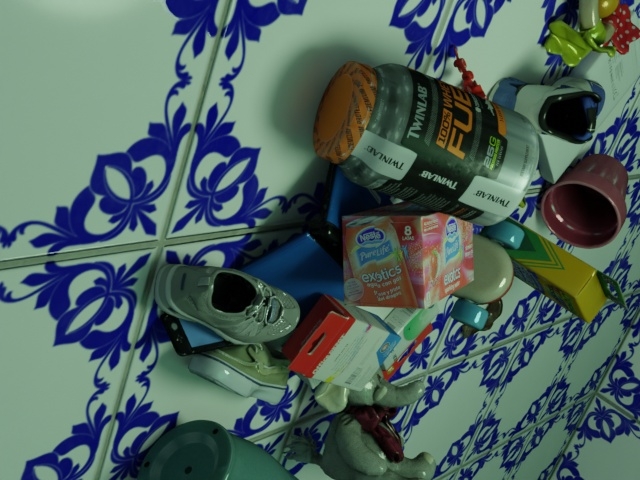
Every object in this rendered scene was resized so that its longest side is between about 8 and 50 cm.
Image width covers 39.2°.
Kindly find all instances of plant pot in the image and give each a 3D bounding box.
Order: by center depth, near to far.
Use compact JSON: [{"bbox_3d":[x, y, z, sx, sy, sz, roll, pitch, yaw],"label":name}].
[{"bbox_3d":[-0.181,0.455,1.556,0.271,0.271,0.255,-44,132,-16],"label":"plant pot"},{"bbox_3d":[0.662,-0.112,2.197,0.180,0.201,0.201,-50,151,-37],"label":"plant pot"}]

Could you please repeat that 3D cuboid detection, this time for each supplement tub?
[{"bbox_3d":[0.160,-0.152,1.389,0.315,0.193,0.194,16,109,-23],"label":"supplement tub"}]

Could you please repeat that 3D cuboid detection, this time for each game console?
[{"bbox_3d":[-0.180,0.112,1.400,0.122,0.107,0.071,-6,152,-50],"label":"game console"},{"bbox_3d":[0.000,0.000,1.571,0.293,0.173,0.250,46,50,-58],"label":"game console"}]

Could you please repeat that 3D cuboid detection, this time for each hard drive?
[{"bbox_3d":[0.608,-0.323,2.048,0.353,0.047,0.233,-51,147,-7],"label":"hard drive"}]

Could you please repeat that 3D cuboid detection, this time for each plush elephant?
[{"bbox_3d":[0.104,0.361,1.839,0.272,0.329,0.256,8,95,-73],"label":"plush elephant"}]

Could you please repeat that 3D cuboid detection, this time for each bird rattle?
[{"bbox_3d":[0.576,-0.460,1.817,0.253,0.143,0.207,-31,124,-38],"label":"bird rattle"}]

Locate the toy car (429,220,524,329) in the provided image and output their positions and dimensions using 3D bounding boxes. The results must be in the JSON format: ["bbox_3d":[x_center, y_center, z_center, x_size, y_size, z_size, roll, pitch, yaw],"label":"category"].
[{"bbox_3d":[0.308,0.066,1.892,0.219,0.210,0.238,-65,161,-6],"label":"toy car"}]

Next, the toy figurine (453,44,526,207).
[{"bbox_3d":[0.235,-0.158,1.677,0.217,0.191,0.362,-28,146,10],"label":"toy figurine"}]

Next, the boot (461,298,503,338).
[{"bbox_3d":[0.408,0.196,2.277,0.114,0.037,0.107,-7,123,-44],"label":"boot"}]

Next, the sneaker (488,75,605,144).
[{"bbox_3d":[0.499,-0.252,1.804,0.315,0.182,0.128,-8,115,-40],"label":"sneaker"}]

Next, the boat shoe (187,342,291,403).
[{"bbox_3d":[-0.132,0.212,1.542,0.094,0.109,0.302,-66,159,-7],"label":"boat shoe"}]

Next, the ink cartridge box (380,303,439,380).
[{"bbox_3d":[0.195,0.223,2.006,0.181,0.056,0.225,-46,145,-14],"label":"ink cartridge box"}]

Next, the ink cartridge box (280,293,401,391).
[{"bbox_3d":[0.027,0.181,1.605,0.134,0.078,0.231,-53,141,8],"label":"ink cartridge box"}]

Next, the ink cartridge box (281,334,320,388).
[{"bbox_3d":[0.019,0.185,1.729,0.181,0.061,0.104,-43,145,-18],"label":"ink cartridge box"}]

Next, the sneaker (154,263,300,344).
[{"bbox_3d":[-0.118,0.103,1.374,0.281,0.115,0.105,17,75,-49],"label":"sneaker"}]

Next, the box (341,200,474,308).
[{"bbox_3d":[0.157,0.016,1.537,0.300,0.142,0.154,-14,103,-65],"label":"box"}]

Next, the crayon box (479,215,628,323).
[{"bbox_3d":[0.531,0.073,2.050,0.083,0.323,0.203,-53,147,-3],"label":"crayon box"}]
